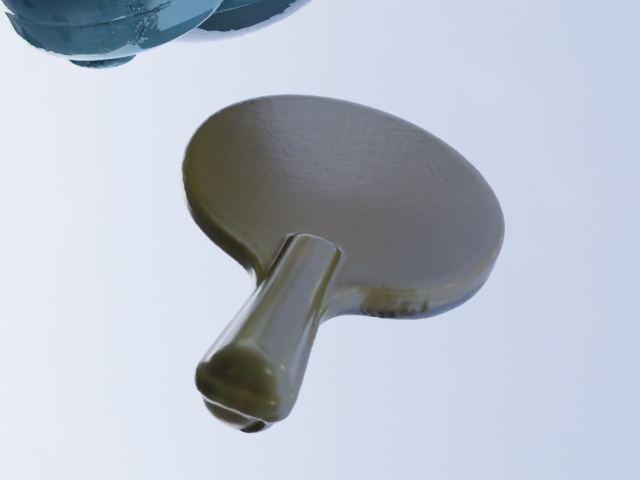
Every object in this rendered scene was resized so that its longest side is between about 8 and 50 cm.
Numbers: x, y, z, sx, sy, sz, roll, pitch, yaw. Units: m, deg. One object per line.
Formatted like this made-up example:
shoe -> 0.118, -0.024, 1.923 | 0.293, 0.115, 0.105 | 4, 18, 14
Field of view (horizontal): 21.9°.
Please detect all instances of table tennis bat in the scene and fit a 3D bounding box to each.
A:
table tennis bat -> 0.000, 0.000, 0.943 | 0.198, 0.321, 0.050 | 22, -56, 3

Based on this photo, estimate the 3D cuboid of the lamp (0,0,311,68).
lamp -> -0.084, -0.195, 1.005 | 0.209, 0.284, 0.147 | 7, -67, 28
